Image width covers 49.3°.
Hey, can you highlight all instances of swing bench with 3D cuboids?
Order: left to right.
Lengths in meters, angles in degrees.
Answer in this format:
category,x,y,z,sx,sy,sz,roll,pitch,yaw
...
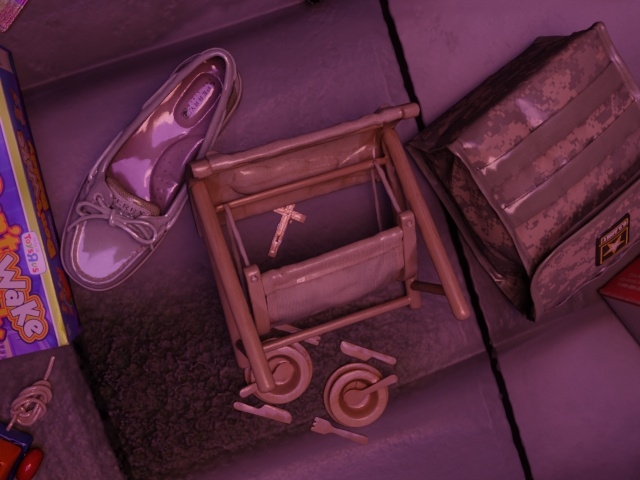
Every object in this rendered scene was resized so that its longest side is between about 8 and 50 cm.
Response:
category,x,y,z,sx,sy,sz,roll,pitch,yaw
swing bench,0.000,0.000,0.797,0.253,0.165,0.255,-17,94,-14

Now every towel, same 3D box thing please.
category,x,y,z,sx,sy,sz,roll,pitch,yaw
towel,-0.369,-0.293,0.812,0.060,0.009,0.083,36,89,-8

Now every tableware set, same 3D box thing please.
category,x,y,z,sx,sy,sz,roll,pitch,yaw
tableware set,-0.002,0.185,0.888,0.194,0.039,0.128,18,92,-9

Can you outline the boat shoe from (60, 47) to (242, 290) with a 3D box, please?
category,x,y,z,sx,sy,sz,roll,pitch,yaw
boat shoe,-0.198,-0.082,0.806,0.118,0.103,0.320,36,89,-9

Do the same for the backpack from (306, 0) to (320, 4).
category,x,y,z,sx,sy,sz,roll,pitch,yaw
backpack,-0.019,-0.348,0.801,0.105,0.114,0.084,22,72,-7

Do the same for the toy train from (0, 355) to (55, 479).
category,x,y,z,sx,sy,sz,roll,pitch,yaw
toy train,-0.382,0.256,0.792,0.105,0.143,0.248,27,91,-9

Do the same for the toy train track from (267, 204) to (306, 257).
category,x,y,z,sx,sy,sz,roll,pitch,yaw
toy train track,-0.047,-0.018,0.877,0.048,0.014,0.083,21,93,-9

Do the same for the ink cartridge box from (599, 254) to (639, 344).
category,x,y,z,sx,sy,sz,roll,pitch,yaw
ink cartridge box,0.582,0.012,0.831,0.384,0.279,0.160,-40,98,-3

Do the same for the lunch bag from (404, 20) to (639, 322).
category,x,y,z,sx,sy,sz,roll,pitch,yaw
lunch bag,0.284,-0.068,0.843,0.235,0.169,0.287,-38,106,-6

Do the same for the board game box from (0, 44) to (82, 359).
category,x,y,z,sx,sy,sz,roll,pitch,yaw
board game box,-0.436,-0.028,0.793,0.233,0.078,0.347,-13,97,-6
